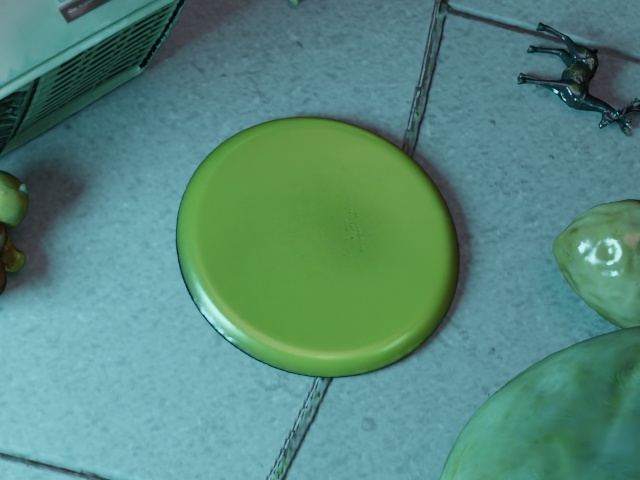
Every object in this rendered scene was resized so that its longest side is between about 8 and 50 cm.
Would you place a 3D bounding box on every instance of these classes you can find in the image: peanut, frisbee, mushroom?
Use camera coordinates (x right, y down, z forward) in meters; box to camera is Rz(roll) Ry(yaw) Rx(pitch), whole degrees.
[{"bbox_3d":[0.317,0.039,1.327,0.275,0.125,0.111,15,72,-3],"label":"peanut"},{"bbox_3d":[0.000,0.000,1.345,0.236,0.017,0.236,5,61,-9],"label":"frisbee"},{"bbox_3d":[0.232,0.218,1.138,0.352,0.260,0.352,-12,47,13],"label":"mushroom"}]

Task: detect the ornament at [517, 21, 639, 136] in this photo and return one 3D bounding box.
[{"bbox_3d":[0.236,-0.137,1.459,0.125,0.028,0.073,23,61,3],"label":"ornament"}]

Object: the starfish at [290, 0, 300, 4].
[{"bbox_3d":[0.095,-0.416,1.482,0.384,0.132,0.398,-25,85,12],"label":"starfish"}]

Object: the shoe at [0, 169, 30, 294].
[{"bbox_3d":[-0.256,0.001,1.266,0.069,0.072,0.109,-1,49,33],"label":"shoe"}]

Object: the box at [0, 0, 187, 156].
[{"bbox_3d":[-0.254,-0.168,1.271,0.290,0.220,0.166,-34,86,-25],"label":"box"}]
